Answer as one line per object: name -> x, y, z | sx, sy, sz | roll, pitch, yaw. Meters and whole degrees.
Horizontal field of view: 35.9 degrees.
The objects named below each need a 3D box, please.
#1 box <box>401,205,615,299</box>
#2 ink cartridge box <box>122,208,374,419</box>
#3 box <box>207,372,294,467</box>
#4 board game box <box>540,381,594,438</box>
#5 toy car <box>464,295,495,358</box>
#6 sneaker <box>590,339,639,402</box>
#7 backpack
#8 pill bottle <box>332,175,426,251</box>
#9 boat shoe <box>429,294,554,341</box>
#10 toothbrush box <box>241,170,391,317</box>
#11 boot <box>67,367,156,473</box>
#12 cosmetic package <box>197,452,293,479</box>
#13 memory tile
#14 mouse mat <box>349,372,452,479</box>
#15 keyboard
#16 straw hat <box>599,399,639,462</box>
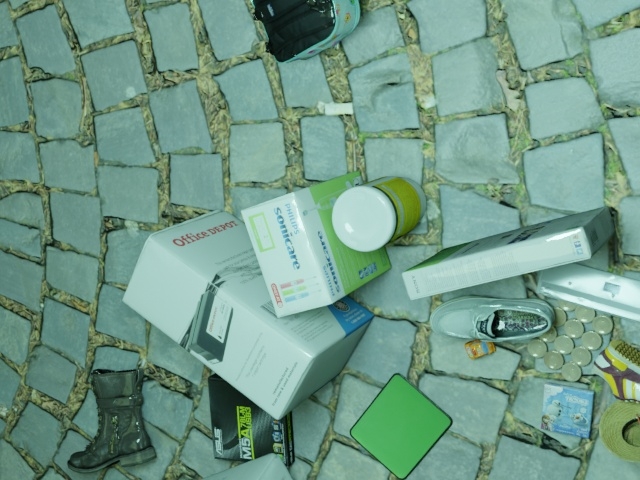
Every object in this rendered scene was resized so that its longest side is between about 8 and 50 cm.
box -> 0.328, 0.021, 1.709 | 0.322, 0.232, 0.058 | -14, 94, 28
ink cartridge box -> -0.139, 0.130, 1.927 | 0.395, 0.285, 0.166 | 35, 114, 16
box -> -0.149, 0.385, 2.124 | 0.184, 0.045, 0.190 | 2, 102, 22
board game box -> 0.458, 0.314, 1.830 | 0.090, 0.020, 0.090 | 7, 103, 24
toy car -> 0.293, 0.169, 1.865 | 0.060, 0.040, 0.122 | -4, 100, 26
sneaker -> 0.568, 0.261, 1.744 | 0.185, 0.069, 0.084 | 42, 124, 19
backpack -> -0.014, -0.428, 1.817 | 0.188, 0.144, 0.166 | -18, 92, 51
pill bottle -> 0.114, -0.055, 1.807 | 0.119, 0.208, 0.119 | 6, 103, 25
boat shoe -> 0.309, 0.144, 1.793 | 0.228, 0.081, 0.079 | -4, 99, 13
toothbrush box -> 0.000, 0.000, 1.833 | 0.122, 0.283, 0.206 | -17, 94, 27
boot -> -0.494, 0.409, 2.283 | 0.263, 0.091, 0.229 | -14, 89, 24
cosmetic package -> -0.227, 0.706, 2.051 | 0.394, 0.329, 0.327 | -25, 99, 27
memory tile -> 0.455, 0.175, 1.805 | 0.113, 0.012, 0.148 | 34, 114, 16
mouse mat -> 0.160, 0.377, 1.995 | 0.152, 0.007, 0.189 | 41, 116, 13
keyboard -> 0.515, 0.094, 1.752 | 0.256, 0.014, 0.072 | 16, 89, 21
straw hat -> 0.573, 0.347, 1.754 | 0.144, 0.144, 0.061 | -1, 141, 26
